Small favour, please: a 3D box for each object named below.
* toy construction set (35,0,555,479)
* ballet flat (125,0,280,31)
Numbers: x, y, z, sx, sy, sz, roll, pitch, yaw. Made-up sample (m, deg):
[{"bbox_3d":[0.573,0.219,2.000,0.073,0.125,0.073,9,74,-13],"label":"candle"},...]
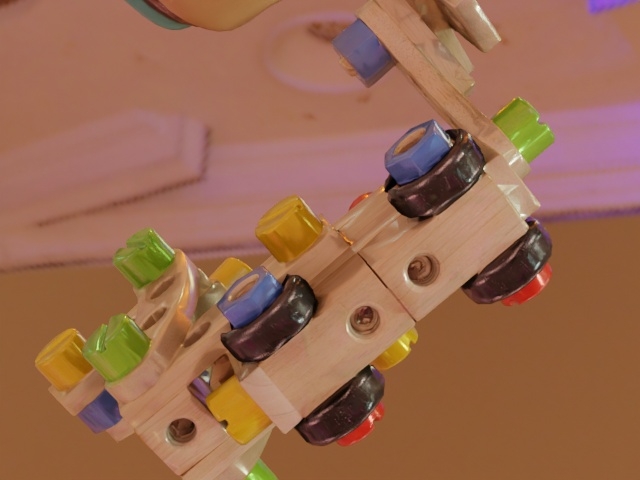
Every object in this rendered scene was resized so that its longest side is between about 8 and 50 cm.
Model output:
[{"bbox_3d":[0.000,0.000,0.834,0.328,0.151,0.215,-54,-163,5],"label":"toy construction set"},{"bbox_3d":[-0.078,-0.139,0.321,0.073,0.232,0.080,-38,-157,30],"label":"ballet flat"}]
